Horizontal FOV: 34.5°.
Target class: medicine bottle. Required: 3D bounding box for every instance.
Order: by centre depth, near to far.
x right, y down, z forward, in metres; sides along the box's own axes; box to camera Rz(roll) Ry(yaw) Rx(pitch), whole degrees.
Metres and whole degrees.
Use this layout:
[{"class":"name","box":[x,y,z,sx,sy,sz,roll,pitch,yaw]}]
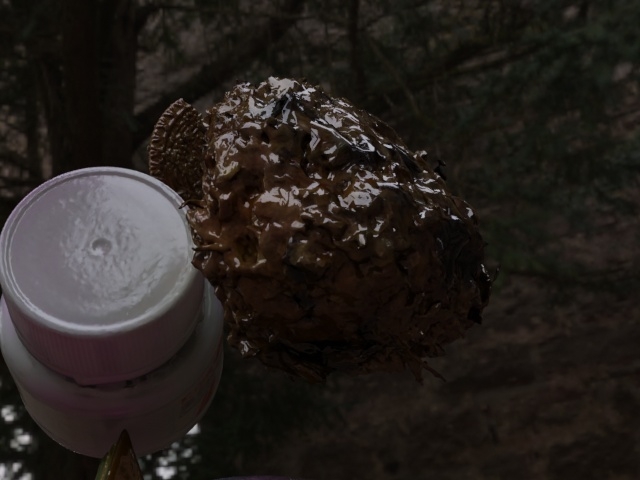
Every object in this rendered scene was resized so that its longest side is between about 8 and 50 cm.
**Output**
[{"class":"medicine bottle","box":[-0.226,0.083,1.120,0.241,0.241,0.302,-3,-30,-7]}]

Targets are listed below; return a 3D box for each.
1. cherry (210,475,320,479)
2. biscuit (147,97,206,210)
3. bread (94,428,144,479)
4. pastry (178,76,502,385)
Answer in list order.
[{"class":"cherry","box":[-0.039,0.246,0.759,0.176,0.140,0.176,5,-36,4]},{"class":"biscuit","box":[-0.162,-0.080,1.383,0.025,0.126,0.206,-8,-58,54]},{"class":"bread","box":[-0.193,0.274,1.051,0.084,0.139,0.074,25,-51,-13]},{"class":"pastry","box":[0.000,0.000,0.790,0.274,0.275,0.193,20,-67,-40]}]
